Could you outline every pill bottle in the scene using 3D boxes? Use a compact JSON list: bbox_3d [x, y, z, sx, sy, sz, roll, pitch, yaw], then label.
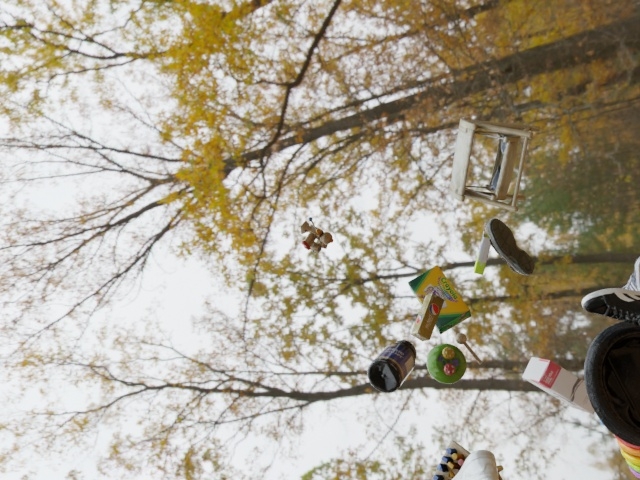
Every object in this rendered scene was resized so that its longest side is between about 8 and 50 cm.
[{"bbox_3d":[0.256,0.427,1.847,0.219,0.122,0.123,-24,-78,-60],"label":"pill bottle"}]

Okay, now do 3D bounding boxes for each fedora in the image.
[{"bbox_3d":[0.873,0.392,1.481,0.152,0.333,0.334,59,-151,-76],"label":"fedora"}]

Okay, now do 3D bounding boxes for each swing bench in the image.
[{"bbox_3d":[0.548,-0.254,1.733,0.165,0.254,0.253,-31,-51,-55],"label":"swing bench"}]

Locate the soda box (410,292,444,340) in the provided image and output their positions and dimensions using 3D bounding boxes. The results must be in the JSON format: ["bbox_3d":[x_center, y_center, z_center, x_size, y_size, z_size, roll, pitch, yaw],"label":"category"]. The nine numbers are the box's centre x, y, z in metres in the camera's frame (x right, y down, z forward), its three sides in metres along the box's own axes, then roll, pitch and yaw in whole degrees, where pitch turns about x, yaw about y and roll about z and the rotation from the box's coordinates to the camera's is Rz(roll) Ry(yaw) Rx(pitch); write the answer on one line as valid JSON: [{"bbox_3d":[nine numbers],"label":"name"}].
[{"bbox_3d":[0.421,0.302,2.094,0.061,0.058,0.181,31,-114,-10],"label":"soda box"}]

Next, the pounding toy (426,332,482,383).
[{"bbox_3d":[0.601,0.537,2.416,0.183,0.236,0.110,57,172,19],"label":"pounding toy"}]

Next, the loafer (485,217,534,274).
[{"bbox_3d":[0.686,0.032,1.985,0.267,0.084,0.096,47,-114,-14],"label":"loafer"}]

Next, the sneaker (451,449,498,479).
[{"bbox_3d":[0.407,0.725,1.429,0.169,0.108,0.293,-87,6,-60],"label":"sneaker"}]

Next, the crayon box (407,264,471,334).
[{"bbox_3d":[0.545,0.270,2.449,0.278,0.165,0.081,60,-179,36],"label":"crayon box"}]

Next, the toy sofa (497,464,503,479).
[{"bbox_3d":[0.643,1.006,1.888,0.150,0.177,0.363,15,-145,-42],"label":"toy sofa"}]

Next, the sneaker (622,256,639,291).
[{"bbox_3d":[1.148,0.154,1.938,0.099,0.153,0.282,-34,-64,-7],"label":"sneaker"}]

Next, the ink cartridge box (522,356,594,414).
[{"bbox_3d":[0.857,0.512,1.893,0.092,0.217,0.158,-60,-3,-7],"label":"ink cartridge box"}]

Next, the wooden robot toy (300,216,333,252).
[{"bbox_3d":[0.000,0.000,1.519,0.076,0.079,0.173,-63,-24,-14],"label":"wooden robot toy"}]

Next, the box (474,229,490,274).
[{"bbox_3d":[0.680,0.045,2.221,0.109,0.042,0.178,-26,-52,-71],"label":"box"}]

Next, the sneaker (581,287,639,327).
[{"bbox_3d":[0.781,0.188,1.333,0.079,0.216,0.121,73,-160,-43],"label":"sneaker"}]

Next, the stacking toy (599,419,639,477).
[{"bbox_3d":[0.977,0.654,1.593,0.165,0.175,0.302,-18,-81,-15],"label":"stacking toy"}]

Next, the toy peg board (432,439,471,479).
[{"bbox_3d":[0.455,0.788,1.803,0.079,0.160,0.161,27,-90,-39],"label":"toy peg board"}]
